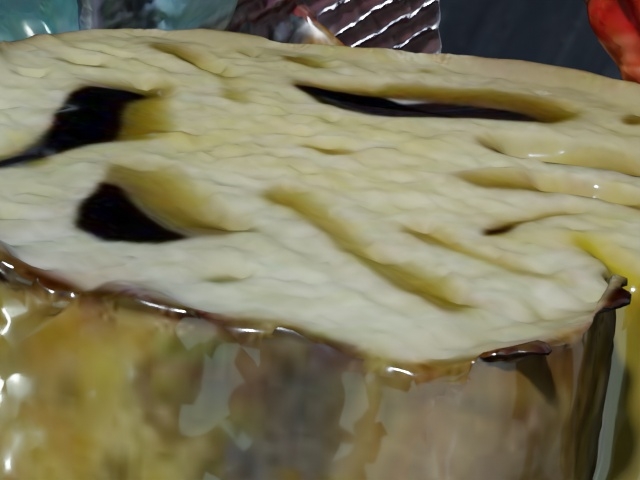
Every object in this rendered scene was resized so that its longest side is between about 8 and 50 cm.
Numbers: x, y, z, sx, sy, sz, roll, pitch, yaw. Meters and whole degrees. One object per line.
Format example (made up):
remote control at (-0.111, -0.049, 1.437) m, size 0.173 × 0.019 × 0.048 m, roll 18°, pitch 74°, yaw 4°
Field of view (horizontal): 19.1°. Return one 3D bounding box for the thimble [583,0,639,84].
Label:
thimble at (0.277, -0.179, 0.804) m, size 0.231 × 0.350 × 0.350 m, roll -35°, pitch -40°, yaw -27°

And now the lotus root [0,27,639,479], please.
lotus root at (0.000, 0.000, 0.703) m, size 0.391 × 0.375 × 0.111 m, roll -6°, pitch -62°, yaw -30°

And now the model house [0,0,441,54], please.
model house at (-0.044, -0.100, 1.112) m, size 0.360 × 0.297 × 0.339 m, roll -30°, pitch -20°, yaw -43°
